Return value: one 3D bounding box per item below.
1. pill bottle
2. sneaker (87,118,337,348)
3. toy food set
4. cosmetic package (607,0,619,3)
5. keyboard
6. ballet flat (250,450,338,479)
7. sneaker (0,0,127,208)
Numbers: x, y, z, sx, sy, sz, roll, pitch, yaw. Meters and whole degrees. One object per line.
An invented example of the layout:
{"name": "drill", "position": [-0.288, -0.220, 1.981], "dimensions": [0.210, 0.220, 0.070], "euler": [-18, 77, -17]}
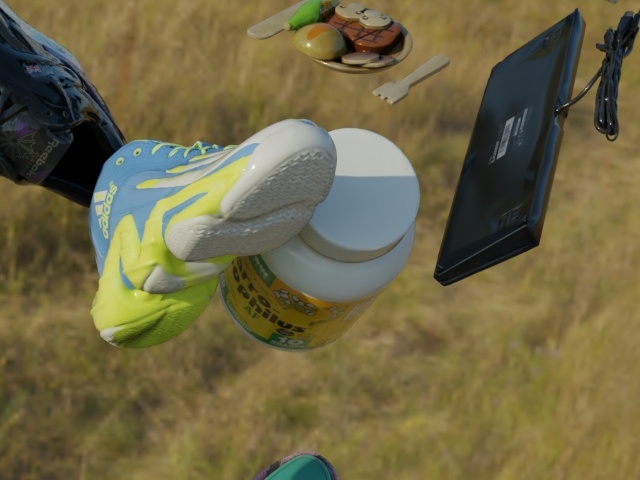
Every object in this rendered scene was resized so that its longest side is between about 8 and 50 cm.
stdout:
{"name": "pill bottle", "position": [0.000, 0.000, 1.108], "dimensions": [0.117, 0.118, 0.208], "euler": [5, -20, -13]}
{"name": "sneaker", "position": [-0.088, -0.033, 0.998], "dimensions": [0.091, 0.240, 0.126], "euler": [3, 56, -44]}
{"name": "toy food set", "position": [0.032, -0.213, 1.597], "dimensions": [0.192, 0.039, 0.132], "euler": [29, 43, 26]}
{"name": "cosmetic package", "position": [0.230, -0.444, 1.237], "dimensions": [0.230, 0.453, 0.161], "euler": [25, -17, 15]}
{"name": "keyboard", "position": [0.202, -0.101, 1.383], "dimensions": [0.033, 0.201, 0.317], "euler": [40, 42, -20]}
{"name": "ballet flat", "position": [-0.078, 0.249, 1.240], "dimensions": [0.221, 0.079, 0.077], "euler": [-32, 64, -19]}
{"name": "sneaker", "position": [-0.217, -0.103, 1.013], "dimensions": [0.124, 0.107, 0.283], "euler": [47, 12, 31]}
